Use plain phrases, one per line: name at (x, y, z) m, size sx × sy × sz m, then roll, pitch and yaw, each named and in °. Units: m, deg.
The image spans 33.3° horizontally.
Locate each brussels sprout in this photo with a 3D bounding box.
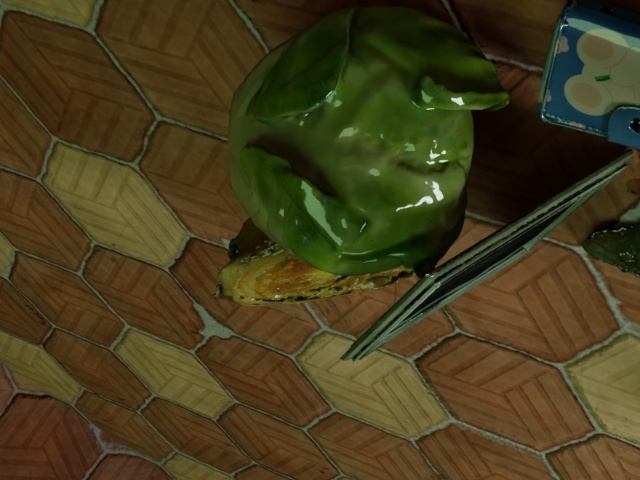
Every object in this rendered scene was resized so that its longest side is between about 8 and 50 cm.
brussels sprout at (0.041, -0.095, 1.058) m, size 0.294 × 0.227 × 0.259 m, roll 1°, pitch 97°, yaw 27°

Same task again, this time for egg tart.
egg tart at (0.000, 0.000, 1.311) m, size 0.297 × 0.132 × 0.297 m, roll -14°, pitch 163°, yaw -4°

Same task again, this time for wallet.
wallet at (0.303, -0.139, 0.963) m, size 0.202 × 0.059 × 0.141 m, roll 20°, pitch 140°, yaw 16°

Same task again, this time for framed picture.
framed picture at (0.169, 0.021, 1.094) m, size 0.018 × 0.293 × 0.231 m, roll 55°, pitch 151°, yaw 11°

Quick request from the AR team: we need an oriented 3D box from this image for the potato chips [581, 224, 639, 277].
potato chips at (0.383, 0.011, 1.134) m, size 0.209 × 0.026 × 0.142 m, roll 17°, pitch 143°, yaw 22°
